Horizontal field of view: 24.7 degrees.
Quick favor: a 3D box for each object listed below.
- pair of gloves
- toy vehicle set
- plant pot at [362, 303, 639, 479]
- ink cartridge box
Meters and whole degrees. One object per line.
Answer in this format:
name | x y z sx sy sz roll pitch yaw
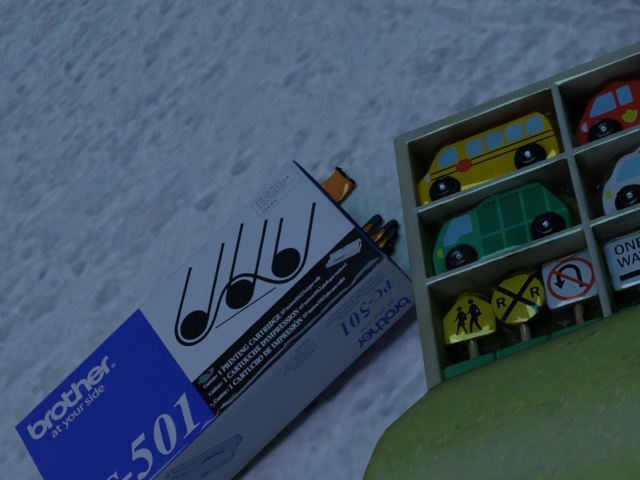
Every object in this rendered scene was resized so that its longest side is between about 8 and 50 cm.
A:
pair of gloves | 0.000 0.000 0.800 0.074 0.010 0.083 -42 46 -2
toy vehicle set | 0.170 -0.025 0.698 0.267 0.035 0.166 -20 50 17
plant pot | 0.160 0.112 0.477 0.254 0.276 0.276 -18 49 34
ink cartridge box | -0.055 0.063 0.755 0.207 0.046 0.097 -44 46 2
